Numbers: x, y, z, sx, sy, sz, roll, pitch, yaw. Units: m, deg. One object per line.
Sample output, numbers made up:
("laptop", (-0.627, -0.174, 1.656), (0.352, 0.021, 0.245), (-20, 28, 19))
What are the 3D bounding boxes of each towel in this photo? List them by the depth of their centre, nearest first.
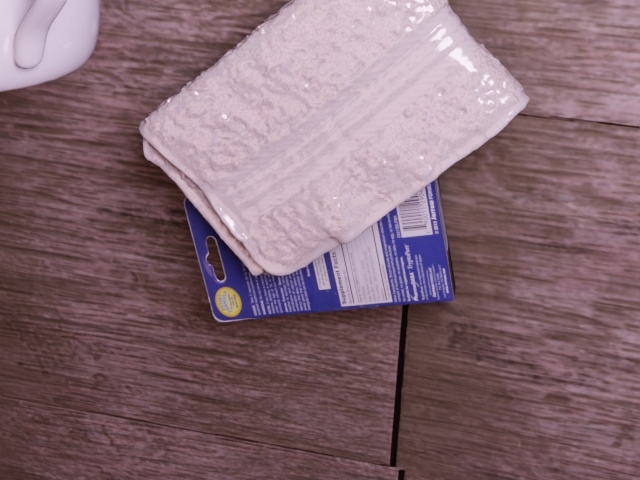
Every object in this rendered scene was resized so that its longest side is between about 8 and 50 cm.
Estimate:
("towel", (0.002, -0.100, 0.942), (0.282, 0.049, 0.187), (-36, 104, 22))

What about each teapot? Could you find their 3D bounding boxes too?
("teapot", (-0.285, -0.221, 0.871), (0.256, 0.252, 0.187), (2, 112, 0))

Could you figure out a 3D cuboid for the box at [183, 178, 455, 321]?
("box", (0.000, 0.000, 1.036), (0.225, 0.036, 0.136), (-6, 116, 12))
